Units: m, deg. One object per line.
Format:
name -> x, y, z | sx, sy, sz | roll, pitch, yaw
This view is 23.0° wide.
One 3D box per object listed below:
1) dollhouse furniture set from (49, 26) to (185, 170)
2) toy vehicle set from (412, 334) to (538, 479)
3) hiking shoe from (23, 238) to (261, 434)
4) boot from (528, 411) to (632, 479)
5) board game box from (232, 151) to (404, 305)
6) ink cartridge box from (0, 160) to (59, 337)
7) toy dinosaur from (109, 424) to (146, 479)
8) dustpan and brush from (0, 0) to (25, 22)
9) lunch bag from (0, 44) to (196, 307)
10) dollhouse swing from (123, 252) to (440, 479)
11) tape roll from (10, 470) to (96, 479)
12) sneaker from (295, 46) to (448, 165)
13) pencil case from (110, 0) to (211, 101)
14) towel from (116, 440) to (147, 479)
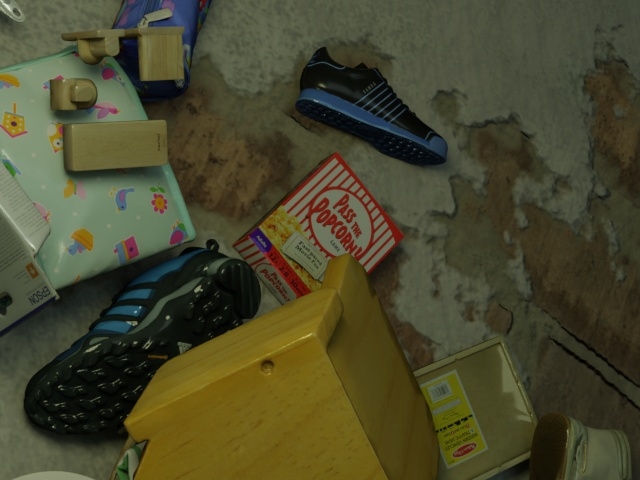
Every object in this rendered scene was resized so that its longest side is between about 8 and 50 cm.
dollhouse furniture set -> -0.240, -0.159, 1.750 | 0.144, 0.123, 0.151 | -6, 97, -33
toy vehicle set -> 0.166, 0.241, 2.049 | 0.267, 0.035, 0.166 | -18, 84, -36
hiking shoe -> -0.213, 0.115, 1.813 | 0.304, 0.132, 0.113 | -32, 119, -17
boot -> 0.340, 0.345, 2.099 | 0.165, 0.077, 0.213 | 17, 83, -43
board game box -> 0.000, 0.000, 2.017 | 0.147, 0.045, 0.193 | 50, 55, -9
ink cartridge box -> -0.375, -0.007, 1.667 | 0.045, 0.223, 0.224 | -39, 97, -41
toy dinosaur -> -0.203, 0.219, 1.781 | 0.053, 0.092, 0.183 | 46, 65, -6
dustpan and brush -> -0.431, -0.326, 1.839 | 0.211, 0.060, 0.147 | 47, 55, -11
lunch bag -> -0.299, -0.081, 1.784 | 0.223, 0.160, 0.262 | -22, 92, -35
dollhouse swing -> -0.029, 0.232, 1.805 | 0.315, 0.305, 0.347 | -25, 109, 1
tape roll -> -0.302, 0.371, 1.621 | 0.246, 0.169, 0.246 | 11, 69, -30
sneaker -> 0.079, -0.179, 2.106 | 0.232, 0.081, 0.090 | 24, 70, -23
pencil case -> -0.184, -0.318, 1.955 | 0.119, 0.133, 0.306 | 14, 63, 3
towel -> -0.085, 0.315, 1.808 | 0.324, 0.038, 0.248 | -11, 96, -42
